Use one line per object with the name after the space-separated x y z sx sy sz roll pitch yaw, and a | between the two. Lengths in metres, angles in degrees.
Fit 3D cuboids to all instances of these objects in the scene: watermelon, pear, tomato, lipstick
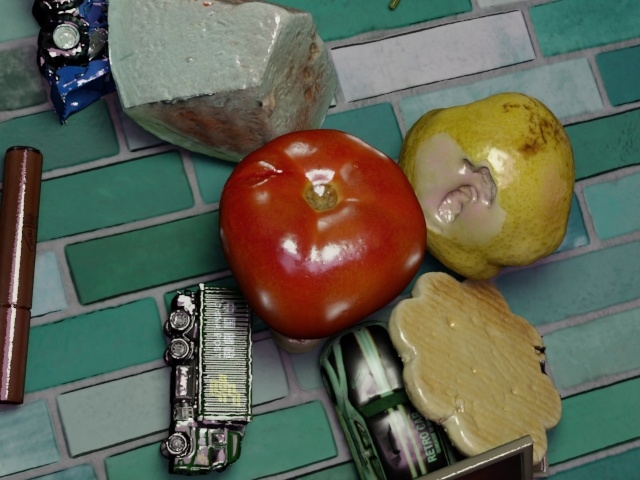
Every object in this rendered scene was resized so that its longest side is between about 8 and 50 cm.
-0.114 -0.250 1.853 0.387 0.258 0.228 27 63 -29 | watermelon
0.237 -0.078 1.912 0.271 0.271 0.271 2 78 -11 | pear
0.000 0.000 1.829 0.298 0.226 0.298 5 50 -6 | tomato
-0.421 0.046 1.853 0.057 0.057 0.357 5 77 -10 | lipstick

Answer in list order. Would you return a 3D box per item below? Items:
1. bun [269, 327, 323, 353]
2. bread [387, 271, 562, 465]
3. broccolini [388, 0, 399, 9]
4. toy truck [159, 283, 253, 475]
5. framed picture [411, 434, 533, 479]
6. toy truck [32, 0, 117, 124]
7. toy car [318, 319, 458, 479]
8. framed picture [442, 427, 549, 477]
-0.032 0.123 1.917 0.086 0.055 0.086 2 65 -5 | bun
0.218 0.181 1.884 0.316 0.054 0.316 24 46 -28 | bread
0.176 -0.419 2.087 0.194 0.054 0.052 -35 57 -9 | broccolini
-0.157 0.194 1.860 0.121 0.088 0.259 3 77 -11 | toy truck
0.154 0.370 1.815 0.289 0.211 0.020 -21 52 -7 | framed picture
-0.340 -0.278 1.909 0.126 0.113 0.208 -4 80 -13 | toy truck
0.103 0.256 1.870 0.136 0.125 0.306 -19 81 -8 | toy car
0.230 0.273 1.958 0.203 0.015 0.150 -1 78 -11 | framed picture
